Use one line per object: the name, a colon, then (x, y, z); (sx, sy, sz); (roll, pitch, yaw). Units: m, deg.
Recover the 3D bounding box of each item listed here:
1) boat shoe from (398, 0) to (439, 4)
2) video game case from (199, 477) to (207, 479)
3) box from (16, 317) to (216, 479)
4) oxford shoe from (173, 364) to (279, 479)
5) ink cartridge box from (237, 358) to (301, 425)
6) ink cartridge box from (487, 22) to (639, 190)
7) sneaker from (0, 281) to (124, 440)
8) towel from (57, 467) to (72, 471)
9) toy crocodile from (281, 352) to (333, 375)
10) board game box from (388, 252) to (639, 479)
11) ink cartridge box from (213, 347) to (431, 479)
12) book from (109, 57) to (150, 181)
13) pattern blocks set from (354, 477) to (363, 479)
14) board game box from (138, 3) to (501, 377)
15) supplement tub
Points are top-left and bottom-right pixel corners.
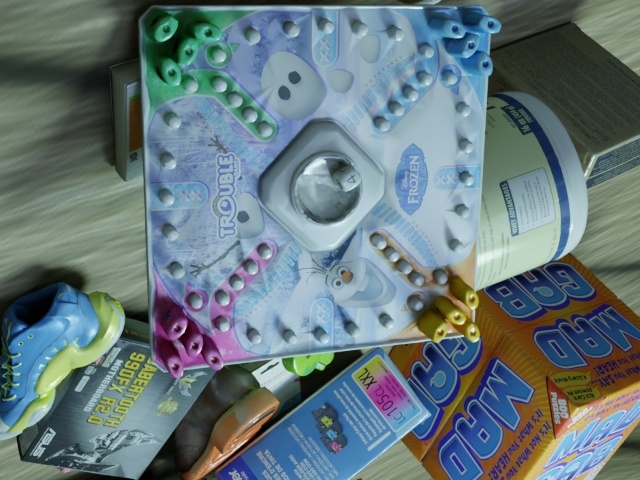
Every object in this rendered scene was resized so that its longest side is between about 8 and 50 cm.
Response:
boat shoe: (0.194, -0.367, 1.154); (0.277, 0.098, 0.096); (-48, 148, 9)
video game case: (-0.337, 0.464, 1.591); (0.275, 0.035, 0.248); (-13, 161, -38)
box: (-0.273, 0.213, 1.356); (0.183, 0.056, 0.231); (22, 114, -37)
oxford shoe: (-0.169, 0.268, 1.548); (0.130, 0.132, 0.363); (-34, 169, -34)
ink cartridge box: (-0.092, 0.220, 1.614); (0.104, 0.061, 0.181); (-30, 148, -20)
ink cartridge box: (0.358, -0.191, 1.431); (0.193, 0.234, 0.088); (-22, 145, -29)
sneaker: (-0.354, 0.134, 1.208); (0.240, 0.091, 0.126); (-44, 131, 5)
towel: (-0.295, 0.250, 1.461); (0.144, 0.029, 0.197); (-7, 133, -44)
toy crocodile: (-0.088, 0.107, 1.404); (0.340, 0.115, 0.105); (33, 76, -49)
board game box: (0.379, 0.265, 1.917); (0.356, 0.356, 0.356); (-10, 138, -41)
ink cartridge box: (-0.027, 0.357, 1.698); (0.395, 0.151, 0.270); (-35, 173, -8)
book: (-0.176, -0.137, 1.095); (0.096, 0.035, 0.144); (-27, 147, -29)
pattern blocks set: (-0.080, 0.502, 1.678); (0.325, 0.026, 0.285); (-31, 172, 8)
board game box: (0.008, -0.054, 1.091); (0.390, 0.050, 0.389); (-5, 107, -19)
supplement tub: (0.149, -0.040, 1.303); (0.325, 0.235, 0.235); (-20, 145, -14)
